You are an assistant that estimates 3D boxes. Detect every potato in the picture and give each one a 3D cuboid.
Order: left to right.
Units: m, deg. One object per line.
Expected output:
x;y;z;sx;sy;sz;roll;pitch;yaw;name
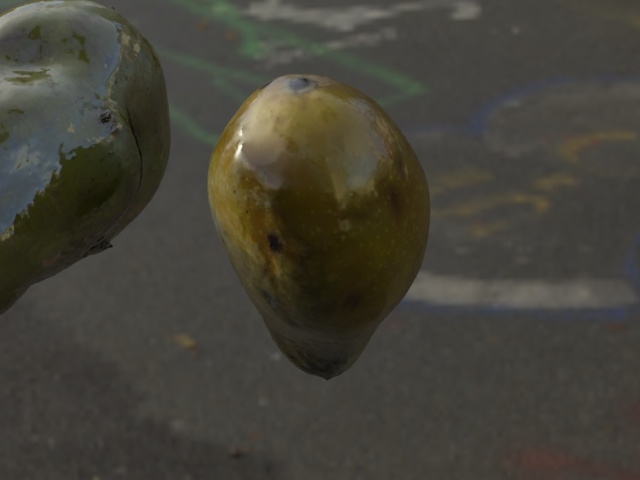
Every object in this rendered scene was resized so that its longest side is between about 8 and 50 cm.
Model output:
-0.254;-0.066;1.529;0.202;0.218;0.351;20;46;8;potato

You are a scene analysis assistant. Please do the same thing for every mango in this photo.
0.002;-0.008;1.440;0.176;0.329;0.176;10;72;8;mango
